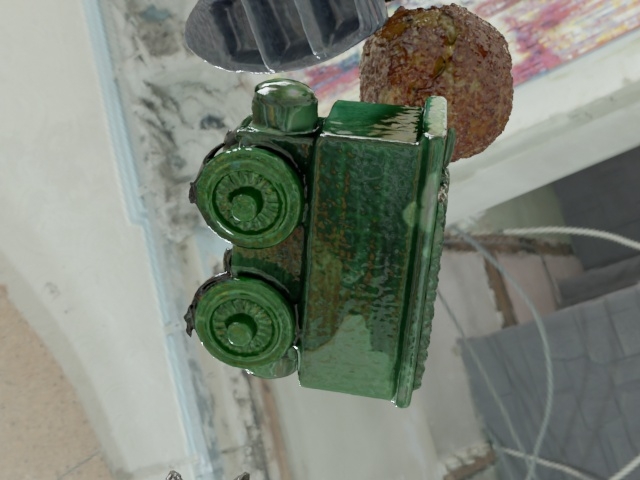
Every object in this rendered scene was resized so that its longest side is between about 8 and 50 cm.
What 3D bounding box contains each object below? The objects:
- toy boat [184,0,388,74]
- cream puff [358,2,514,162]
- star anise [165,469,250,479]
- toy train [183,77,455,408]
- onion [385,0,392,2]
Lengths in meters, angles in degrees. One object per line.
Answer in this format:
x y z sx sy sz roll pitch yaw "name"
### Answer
-0.051 -0.264 0.975 0.078 0.283 0.127 -42 -60 -40 "toy boat"
0.156 -0.224 1.175 0.164 0.240 0.239 20 -127 -62 "cream puff"
-0.150 0.404 1.051 0.223 0.109 0.236 43 -108 8 "star anise"
0.000 0.000 0.692 0.145 0.202 0.265 -69 -16 -65 "toy train"
0.067 -0.496 1.275 0.276 0.276 0.276 37 -139 -40 "onion"
